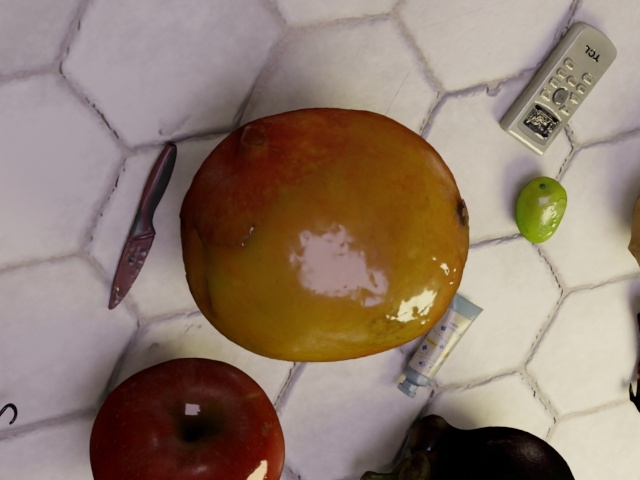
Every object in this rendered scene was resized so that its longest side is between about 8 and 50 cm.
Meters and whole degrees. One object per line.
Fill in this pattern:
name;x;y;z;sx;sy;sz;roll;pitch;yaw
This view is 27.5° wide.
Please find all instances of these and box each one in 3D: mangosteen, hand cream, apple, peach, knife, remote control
mangosteen;0.248;0.404;1.999;0.297;0.313;0.297;-29;162;-10
hand cream;0.174;0.160;1.959;0.065;0.043;0.170;30;99;-30
apple;-0.174;0.291;1.740;0.260;0.260;0.216;-13;145;-19
peach;0.000;-0.002;1.635;0.373;0.290;0.372;-3;150;-2
knife;-0.229;-0.015;1.695;0.035;0.018;0.247;9;115;-32
remote control;0.338;-0.215;1.842;0.087;0.029;0.190;31;100;-35

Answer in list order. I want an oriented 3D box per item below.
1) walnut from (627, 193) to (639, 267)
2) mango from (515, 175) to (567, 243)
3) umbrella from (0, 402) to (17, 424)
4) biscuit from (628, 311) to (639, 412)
walnut;0.590;-0.016;1.956;0.261;0.225;0.225;-11;125;15
mango;0.320;-0.043;1.910;0.073;0.056;0.108;-12;123;-13
umbrella;-0.490;0.304;1.739;0.269;0.044;0.044;-45;152;14
biscuit;0.577;0.172;2.140;0.151;0.063;0.235;-16;124;-16
